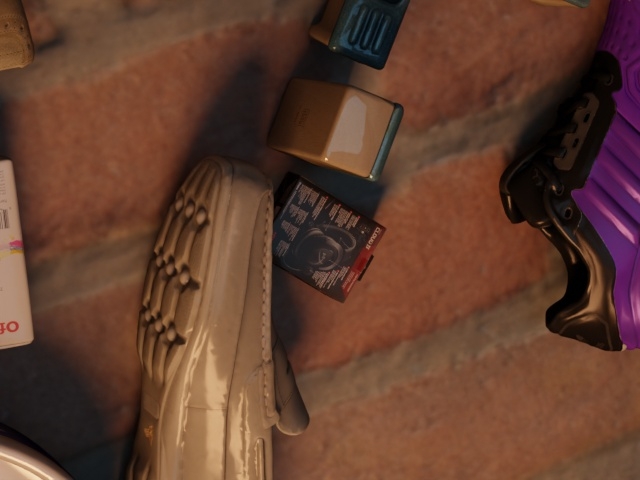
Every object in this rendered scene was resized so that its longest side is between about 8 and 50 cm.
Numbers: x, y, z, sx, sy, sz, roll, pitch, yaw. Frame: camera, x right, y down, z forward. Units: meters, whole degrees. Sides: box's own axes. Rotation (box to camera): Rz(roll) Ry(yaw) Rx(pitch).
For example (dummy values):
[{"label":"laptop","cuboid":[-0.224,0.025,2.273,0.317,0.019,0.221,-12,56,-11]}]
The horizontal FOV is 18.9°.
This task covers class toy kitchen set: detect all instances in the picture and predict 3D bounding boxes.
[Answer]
[{"label":"toy kitchen set","cuboid":[0.088,-0.128,1.297,0.166,0.122,0.207,20,91,-20]}]

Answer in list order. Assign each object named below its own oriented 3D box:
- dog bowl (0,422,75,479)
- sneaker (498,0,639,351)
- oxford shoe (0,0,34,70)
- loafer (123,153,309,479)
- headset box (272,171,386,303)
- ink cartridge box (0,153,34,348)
[{"label":"dog bowl","cuboid":[-0.257,0.243,1.240,0.265,0.104,0.265,-2,98,-18]},{"label":"sneaker","cuboid":[0.198,-0.063,1.357,0.146,0.102,0.293,-3,91,-2]},{"label":"oxford shoe","cuboid":[-0.352,-0.068,1.152,0.397,0.140,0.146,-31,113,-10]},{"label":"loafer","cuboid":[-0.063,0.101,1.290,0.111,0.112,0.319,3,104,-24]},{"label":"headset box","cuboid":[0.000,0.000,1.332,0.083,0.032,0.062,30,88,-21]},{"label":"ink cartridge box","cuboid":[-0.238,0.011,1.243,0.088,0.052,0.122,-8,99,-17]}]
